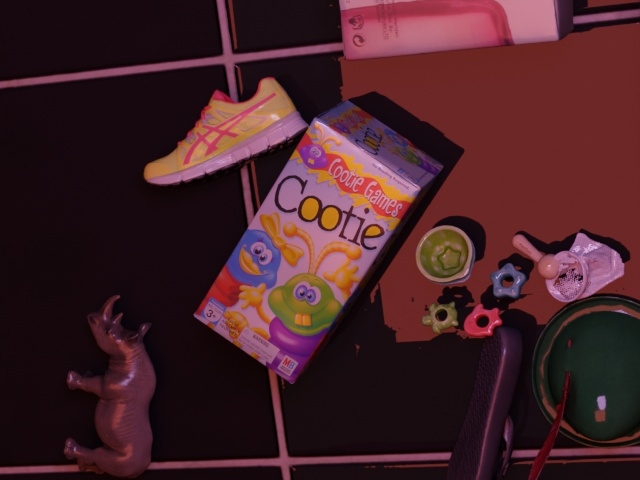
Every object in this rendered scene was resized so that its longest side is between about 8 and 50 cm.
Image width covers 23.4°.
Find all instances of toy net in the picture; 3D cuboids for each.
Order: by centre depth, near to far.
[{"bbox_3d":[0.222,0.044,1.739,0.232,0.045,0.122,-2,71,21],"label":"toy net"}]

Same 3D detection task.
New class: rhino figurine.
[{"bbox_3d":[-0.254,0.184,1.917,0.106,0.073,0.243,8,103,18],"label":"rhino figurine"}]

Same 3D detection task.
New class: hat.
[{"bbox_3d":[0.304,0.183,1.697,0.173,0.183,0.208,8,104,14],"label":"hat"}]

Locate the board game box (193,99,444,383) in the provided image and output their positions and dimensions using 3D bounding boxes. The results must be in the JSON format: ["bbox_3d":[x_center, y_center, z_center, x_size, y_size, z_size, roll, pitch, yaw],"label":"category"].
[{"bbox_3d":[0.000,0.000,1.765,0.142,0.144,0.275,34,110,6],"label":"board game box"}]

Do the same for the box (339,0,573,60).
[{"bbox_3d":[0.146,-0.270,1.660,0.232,0.148,0.127,-3,102,17],"label":"box"}]

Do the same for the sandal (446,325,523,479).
[{"bbox_3d":[0.201,0.225,1.791,0.054,0.097,0.254,10,107,-14],"label":"sandal"}]

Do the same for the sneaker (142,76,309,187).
[{"bbox_3d":[-0.119,-0.126,1.813,0.208,0.081,0.094,-23,88,13],"label":"sneaker"}]
